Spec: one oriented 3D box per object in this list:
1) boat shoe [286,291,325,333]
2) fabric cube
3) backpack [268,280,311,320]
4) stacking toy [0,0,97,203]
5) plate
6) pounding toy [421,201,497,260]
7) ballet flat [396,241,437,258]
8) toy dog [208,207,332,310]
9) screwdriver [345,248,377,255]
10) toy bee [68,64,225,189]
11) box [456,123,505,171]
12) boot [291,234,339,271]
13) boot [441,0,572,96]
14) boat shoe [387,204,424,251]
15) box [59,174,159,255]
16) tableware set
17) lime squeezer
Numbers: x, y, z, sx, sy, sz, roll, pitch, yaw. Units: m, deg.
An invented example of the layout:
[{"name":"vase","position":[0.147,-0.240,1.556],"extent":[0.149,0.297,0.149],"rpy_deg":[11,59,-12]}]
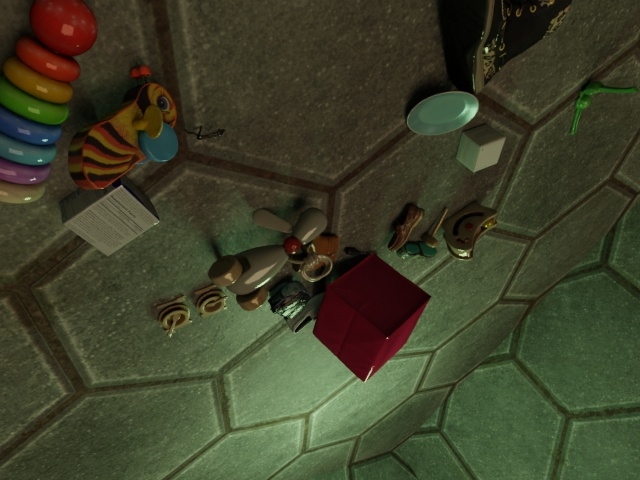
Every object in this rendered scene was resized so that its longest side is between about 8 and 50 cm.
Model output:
[{"name":"boat shoe","position":[-0.033,0.249,1.572],"extent":[0.184,0.063,0.066],"rpy_deg":[-34,142,-4]},{"name":"fabric cube","position":[0.160,0.248,1.514],"extent":[0.254,0.259,0.258],"rpy_deg":[-31,149,-37]},{"name":"backpack","position":[-0.097,0.176,1.429],"extent":[0.114,0.084,0.105],"rpy_deg":[-38,141,8]},{"name":"stacking toy","position":[-0.452,-0.228,0.713],"extent":[0.141,0.141,0.330],"rpy_deg":[16,112,-46]},{"name":"plate","position":[0.322,-0.342,1.216],"extent":[0.188,0.024,0.188],"rpy_deg":[-4,159,-2]},{"name":"pounding toy","position":[0.510,-0.037,1.624],"extent":[0.269,0.154,0.155],"rpy_deg":[-34,142,-5]},{"name":"ballet flat","position":[0.345,0.040,1.663],"extent":[0.188,0.070,0.070],"rpy_deg":[7,125,-40]},{"name":"toy dog","position":[-0.144,0.031,1.208],"extent":[0.333,0.161,0.220],"rpy_deg":[-23,125,-23]},{"name":"screwdriver","position":[0.139,0.043,1.534],"extent":[0.025,0.024,0.170],"rpy_deg":[-24,160,34]},{"name":"toy bee","position":[-0.327,-0.215,0.815],"extent":[0.195,0.298,0.162],"rpy_deg":[-9,115,19]},{"name":"box","position":[0.491,-0.284,1.407],"extent":[0.101,0.087,0.102],"rpy_deg":[-21,140,-19]},{"name":"boot","position":[0.000,0.000,1.347],"extent":[0.152,0.073,0.197],"rpy_deg":[-12,135,-40]},{"name":"boot","position":[0.433,-0.534,1.049],"extent":[0.284,0.138,0.377],"rpy_deg":[-36,151,-1]},{"name":"boat shoe","position":[0.271,-0.043,1.517],"extent":[0.060,0.064,0.178],"rpy_deg":[26,113,-16]},{"name":"box","position":[-0.429,-0.058,0.938],"extent":[0.137,0.072,0.126],"rpy_deg":[-34,142,-2]},{"name":"tableware set","position":[-0.355,0.202,1.293],"extent":[0.194,0.039,0.128],"rpy_deg":[-20,139,-20]},{"name":"lime squeezer","position":[0.924,-0.471,1.550],"extent":[0.059,0.110,0.310],"rpy_deg":[-47,175,-14]}]
